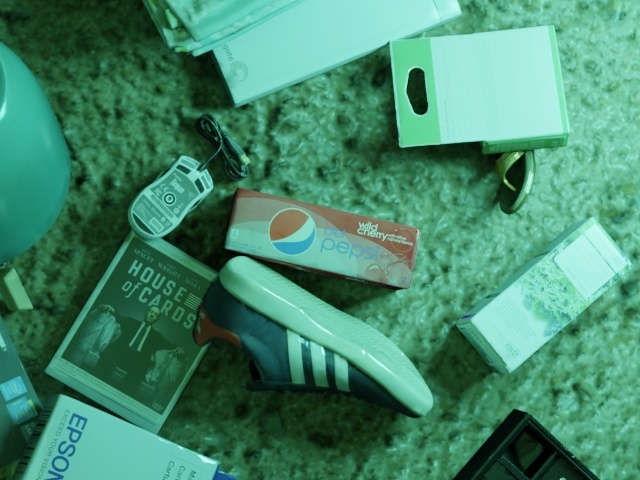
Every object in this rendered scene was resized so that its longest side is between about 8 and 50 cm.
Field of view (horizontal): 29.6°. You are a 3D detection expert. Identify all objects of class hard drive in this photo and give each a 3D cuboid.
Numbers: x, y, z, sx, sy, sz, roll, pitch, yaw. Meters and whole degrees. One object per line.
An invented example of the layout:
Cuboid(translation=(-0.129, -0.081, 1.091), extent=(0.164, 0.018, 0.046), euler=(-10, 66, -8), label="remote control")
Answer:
Cuboid(translation=(-0.006, -0.361, 1.721), extent=(0.353, 0.047, 0.233), euler=(-23, 89, -8), label="hard drive")

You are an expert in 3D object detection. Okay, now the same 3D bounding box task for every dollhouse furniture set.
Cuboid(translation=(-0.427, 0.035, 1.662), extent=(0.081, 0.091, 0.114), euler=(-44, 121, -47), label="dollhouse furniture set")

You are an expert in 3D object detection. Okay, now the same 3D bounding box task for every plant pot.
Cuboid(translation=(-0.468, -0.135, 1.513), extent=(0.293, 0.235, 0.293), euler=(3, 67, -7), label="plant pot")

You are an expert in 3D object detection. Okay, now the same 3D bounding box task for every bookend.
Cuboid(translation=(0.287, 0.347, 1.700), extent=(0.156, 0.072, 0.157), euler=(44, 83, -3), label="bookend")

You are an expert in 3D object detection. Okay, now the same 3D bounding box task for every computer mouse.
Cuboid(translation=(-0.191, -0.079, 1.681), extent=(0.193, 0.042, 0.106), euler=(-44, 97, -15), label="computer mouse")

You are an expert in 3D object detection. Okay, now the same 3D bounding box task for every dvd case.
Cuboid(translation=(-0.241, 0.122, 1.670), extent=(0.179, 0.029, 0.238), euler=(31, 84, -5), label="dvd case")

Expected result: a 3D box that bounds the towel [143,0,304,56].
Cuboid(translation=(-0.112, -0.456, 1.653), extent=(0.374, 0.090, 0.320), euler=(-30, 76, -10), label="towel")

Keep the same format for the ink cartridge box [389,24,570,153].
Cuboid(translation=(0.221, -0.207, 1.701), extent=(0.235, 0.056, 0.171), euler=(-5, 72, 4), label="ink cartridge box")

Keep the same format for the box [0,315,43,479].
Cuboid(translation=(-0.515, 0.266, 1.548), extent=(0.318, 0.097, 0.394), euler=(-23, 89, -30), label="box")

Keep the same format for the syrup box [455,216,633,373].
Cuboid(translation=(0.313, 0.078, 1.708), extent=(0.237, 0.096, 0.093), euler=(-39, 90, -7), label="syrup box")

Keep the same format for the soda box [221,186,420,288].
Cuboid(translation=(0.000, 0.000, 1.680), extent=(0.263, 0.083, 0.092), euler=(12, 85, -6), label="soda box")

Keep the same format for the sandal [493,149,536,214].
Cuboid(translation=(0.275, -0.124, 1.728), extent=(0.049, 0.072, 0.180), euler=(15, 78, -18), label="sandal")

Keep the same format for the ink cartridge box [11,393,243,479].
Cuboid(translation=(-0.260, 0.408, 1.557), extent=(0.330, 0.071, 0.324), euler=(27, 70, -19), label="ink cartridge box")

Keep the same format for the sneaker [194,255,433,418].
Cuboid(translation=(-0.015, 0.167, 1.660), extent=(0.350, 0.131, 0.148), euler=(33, 104, -10), label="sneaker")
